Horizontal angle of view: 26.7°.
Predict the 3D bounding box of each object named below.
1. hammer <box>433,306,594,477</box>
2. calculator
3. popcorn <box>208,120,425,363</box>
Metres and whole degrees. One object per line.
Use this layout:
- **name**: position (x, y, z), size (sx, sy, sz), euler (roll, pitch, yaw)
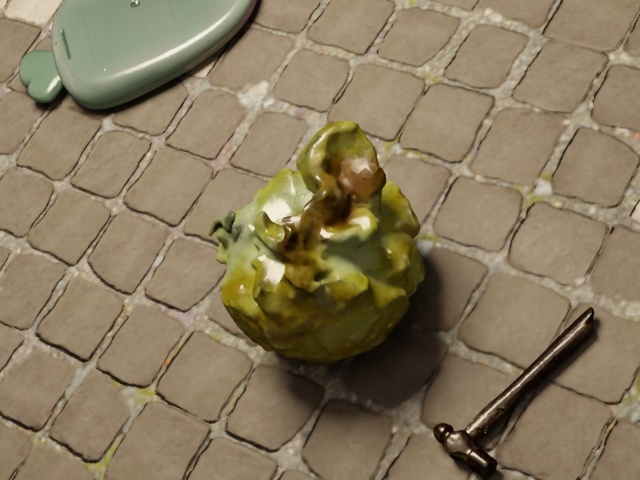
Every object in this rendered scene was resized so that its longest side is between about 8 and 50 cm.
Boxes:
- **hammer**: position (0.176, 0.125, 1.150), size (0.178, 0.021, 0.065), euler (-42, 54, -9)
- **calculator**: position (-0.209, -0.242, 1.521), size (0.298, 0.041, 0.186), euler (-24, 54, 6)
- **popcorn**: position (0.000, 0.000, 1.197), size (0.197, 0.213, 0.198), euler (7, 42, -6)
